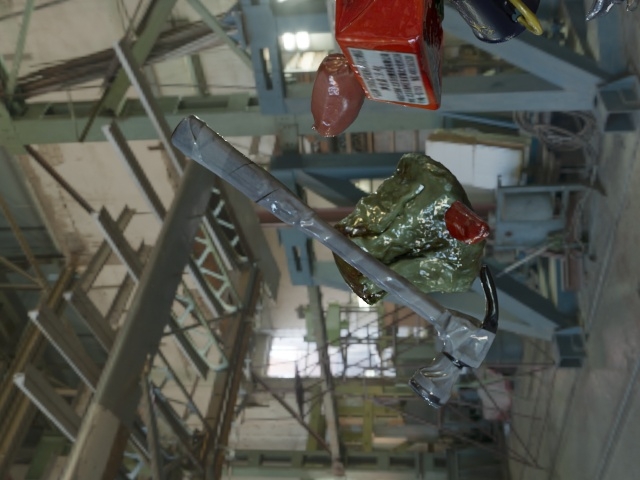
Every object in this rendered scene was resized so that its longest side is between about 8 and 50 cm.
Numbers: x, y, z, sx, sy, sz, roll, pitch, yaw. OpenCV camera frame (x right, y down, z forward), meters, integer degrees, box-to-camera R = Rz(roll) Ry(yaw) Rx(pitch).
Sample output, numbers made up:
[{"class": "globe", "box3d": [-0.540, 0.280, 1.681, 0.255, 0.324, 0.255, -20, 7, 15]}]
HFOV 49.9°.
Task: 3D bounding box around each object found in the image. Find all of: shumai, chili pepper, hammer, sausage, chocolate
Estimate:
[{"class": "shumai", "box3d": [0.196, 0.003, 1.724, 0.324, 0.323, 0.397, 51, 159, 47]}, {"class": "chili pepper", "box3d": [0.307, -0.030, 1.393, 0.169, 0.065, 0.088, -130, 16, -78]}, {"class": "hammer", "box3d": [0.000, 0.000, 0.750, 0.152, 0.427, 0.044, -57, -10, 6]}, {"class": "sausage", "box3d": [0.045, -0.382, 1.793, 0.254, 0.148, 0.148, 106, 169, -59]}, {"class": "chocolate", "box3d": [0.136, -0.452, 1.256, 0.360, 0.161, 0.341, 29, -118, -73]}]

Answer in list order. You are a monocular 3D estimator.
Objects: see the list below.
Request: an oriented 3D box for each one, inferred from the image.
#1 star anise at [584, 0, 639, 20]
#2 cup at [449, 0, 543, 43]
[{"class": "star anise", "box3d": [0.475, -0.431, 1.058, 0.180, 0.061, 0.205, 40, 112, 47]}, {"class": "cup", "box3d": [0.398, -0.578, 1.534, 0.256, 0.255, 0.178, 26, -92, -49]}]
